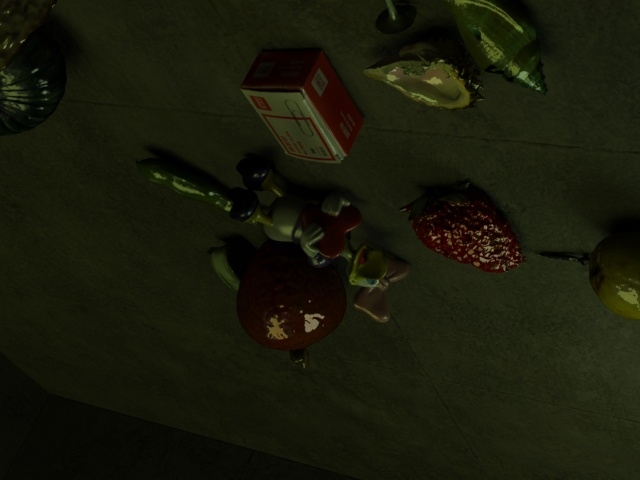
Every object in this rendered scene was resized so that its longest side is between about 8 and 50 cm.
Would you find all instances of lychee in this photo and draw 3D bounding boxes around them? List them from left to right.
[{"bbox_3d":[-0.065,0.135,2.295,0.255,0.299,0.255,5,-169,-1],"label":"lychee"}]

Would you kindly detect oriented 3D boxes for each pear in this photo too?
[{"bbox_3d":[0.521,0.059,1.764,0.162,0.148,0.149,21,154,-3],"label":"pear"}]

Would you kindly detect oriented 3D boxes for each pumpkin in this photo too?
[{"bbox_3d":[-0.583,-0.313,1.958,0.250,0.216,0.249,9,119,17],"label":"pumpkin"}]

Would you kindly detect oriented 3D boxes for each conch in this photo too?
[{"bbox_3d":[0.245,-0.277,1.460,0.095,0.079,0.200,-23,121,34],"label":"conch"}]

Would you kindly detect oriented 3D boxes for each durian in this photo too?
[{"bbox_3d":[0.151,-0.256,1.578,0.224,0.078,0.140,15,167,42],"label":"durian"}]

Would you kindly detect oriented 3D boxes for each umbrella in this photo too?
[{"bbox_3d":[0.450,0.032,1.924,0.149,0.022,0.022,8,174,44],"label":"umbrella"}]

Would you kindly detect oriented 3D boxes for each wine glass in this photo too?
[{"bbox_3d":[0.071,-0.367,1.445,0.066,0.066,0.198,8,150,30],"label":"wine glass"}]

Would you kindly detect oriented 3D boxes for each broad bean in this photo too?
[{"bbox_3d":[-0.235,-0.101,2.209,0.318,0.056,0.098,23,173,2],"label":"broad bean"}]

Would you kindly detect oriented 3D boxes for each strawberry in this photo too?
[{"bbox_3d":[0.258,0.000,1.932,0.174,0.098,0.228,-2,143,44],"label":"strawberry"}]

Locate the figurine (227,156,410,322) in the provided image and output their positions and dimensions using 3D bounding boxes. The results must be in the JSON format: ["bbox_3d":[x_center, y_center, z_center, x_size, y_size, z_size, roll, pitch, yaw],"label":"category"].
[{"bbox_3d":[-0.002,-0.003,2.093,0.421,0.154,0.193,31,158,-10],"label":"figurine"}]

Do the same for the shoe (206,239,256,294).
[{"bbox_3d":[-0.159,0.098,2.483,0.098,0.103,0.275,2,140,41],"label":"shoe"}]

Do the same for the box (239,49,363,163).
[{"bbox_3d":[-0.030,-0.219,1.765,0.133,0.099,0.182,8,149,33],"label":"box"}]

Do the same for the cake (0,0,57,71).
[{"bbox_3d":[-0.589,-0.428,1.620,0.293,0.314,0.307,4,149,39],"label":"cake"}]
